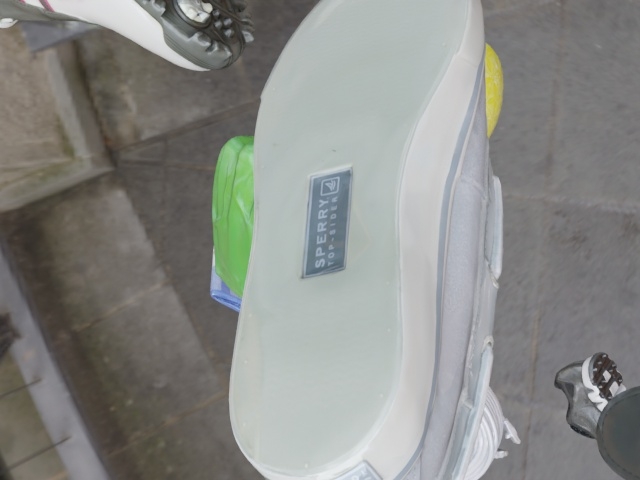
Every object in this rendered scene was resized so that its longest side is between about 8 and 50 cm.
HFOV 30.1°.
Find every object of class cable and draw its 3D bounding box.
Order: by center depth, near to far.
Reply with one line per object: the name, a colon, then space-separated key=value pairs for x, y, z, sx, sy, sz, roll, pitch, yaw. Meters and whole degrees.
cable: x=0.167 y=0.294 z=1.932 sx=0.257 sy=0.089 sz=0.257 roll=-18 pitch=115 yaw=25

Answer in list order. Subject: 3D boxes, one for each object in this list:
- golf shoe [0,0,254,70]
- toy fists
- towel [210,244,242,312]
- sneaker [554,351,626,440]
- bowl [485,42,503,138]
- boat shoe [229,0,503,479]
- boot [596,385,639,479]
golf shoe: x=-0.163 y=-0.182 z=0.774 sx=0.273 sy=0.105 sz=0.120 roll=38 pitch=124 yaw=10
toy fists: x=0.000 y=0.000 z=0.985 sx=0.279 sy=0.096 sz=0.142 roll=37 pitch=135 yaw=47
towel: x=-0.069 y=0.023 z=1.805 sx=0.209 sy=0.285 sz=0.034 roll=30 pitch=127 yaw=-23
sneaker: x=0.421 y=0.268 z=1.752 sx=0.106 sy=0.078 sz=0.234 roll=-16 pitch=111 yaw=48
bowl: x=0.121 y=-0.151 z=1.652 sx=0.289 sy=0.289 sz=0.156 roll=-17 pitch=59 yaw=19
boat shoe: x=0.024 y=-0.004 z=0.415 sx=0.079 sy=0.081 sz=0.227 roll=-9 pitch=51 yaw=26
boot: x=0.393 y=0.182 z=1.006 sx=0.263 sy=0.229 sz=0.091 roll=-1 pitch=77 yaw=36
